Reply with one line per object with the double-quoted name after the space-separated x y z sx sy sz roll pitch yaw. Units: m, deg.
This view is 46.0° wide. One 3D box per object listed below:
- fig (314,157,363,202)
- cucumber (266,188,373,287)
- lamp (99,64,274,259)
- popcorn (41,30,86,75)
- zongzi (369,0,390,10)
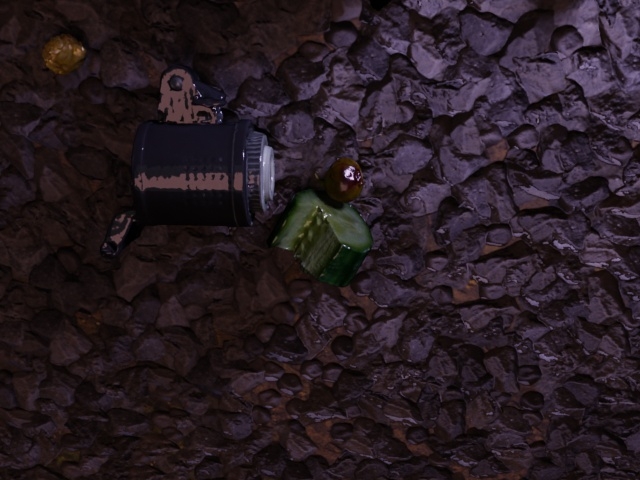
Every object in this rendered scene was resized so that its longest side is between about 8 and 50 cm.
0.037 -0.113 1.486 0.098 0.082 0.084 -17 112 42 "fig"
0.008 0.001 1.483 0.191 0.191 0.130 25 116 -9 "cucumber"
-0.222 -0.116 1.419 0.272 0.205 0.374 20 104 -2 "lamp"
-0.477 -0.356 1.399 0.084 0.084 0.084 1 116 3 "popcorn"
0.113 -0.552 1.106 0.319 0.362 0.383 -42 114 13 "zongzi"
